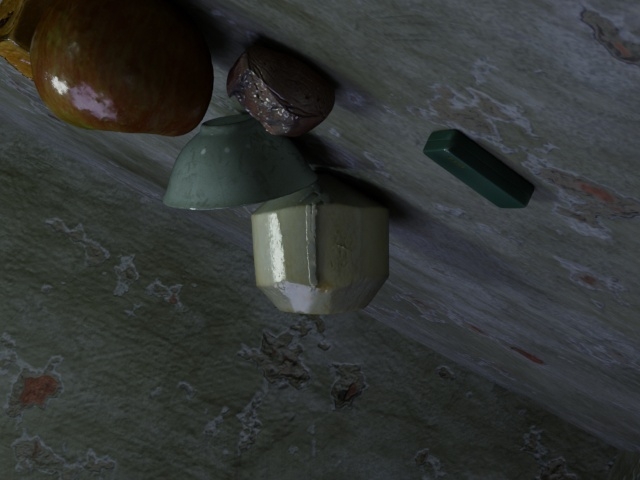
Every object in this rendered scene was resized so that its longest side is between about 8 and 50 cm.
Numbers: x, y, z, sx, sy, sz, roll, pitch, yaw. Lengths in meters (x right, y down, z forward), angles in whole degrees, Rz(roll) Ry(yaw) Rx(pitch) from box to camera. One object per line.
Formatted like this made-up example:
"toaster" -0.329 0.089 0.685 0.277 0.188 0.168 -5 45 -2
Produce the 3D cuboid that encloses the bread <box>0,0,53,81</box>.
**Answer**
"bread" -0.540 -0.396 2.024 0.158 0.149 0.143 15 167 47

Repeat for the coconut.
"coconut" 0.000 0.000 2.242 0.323 0.323 0.323 26 169 6

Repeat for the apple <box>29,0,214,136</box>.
"apple" -0.319 -0.300 1.754 0.278 0.250 0.309 6 -177 22

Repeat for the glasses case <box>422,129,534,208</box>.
"glasses case" 0.255 -0.113 1.714 0.184 0.039 0.078 32 168 -24

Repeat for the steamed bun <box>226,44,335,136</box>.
"steamed bun" -0.068 -0.239 1.728 0.175 0.106 0.145 32 168 -14

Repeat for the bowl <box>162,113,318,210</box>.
"bowl" -0.169 -0.168 2.096 0.314 0.146 0.313 -8 -166 2
